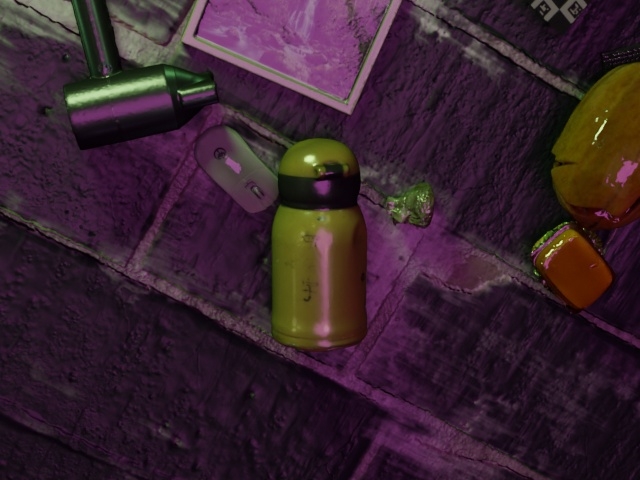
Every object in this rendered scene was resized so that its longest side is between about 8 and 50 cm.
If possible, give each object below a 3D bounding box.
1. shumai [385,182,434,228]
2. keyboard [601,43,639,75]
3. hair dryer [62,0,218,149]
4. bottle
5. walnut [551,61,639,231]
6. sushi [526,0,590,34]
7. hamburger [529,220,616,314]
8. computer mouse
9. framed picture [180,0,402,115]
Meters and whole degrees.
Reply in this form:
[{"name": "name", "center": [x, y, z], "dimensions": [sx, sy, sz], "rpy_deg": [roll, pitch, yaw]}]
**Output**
[{"name": "shumai", "center": [0.157, -0.064, 1.803], "dimensions": [0.080, 0.082, 0.083], "rpy_deg": [6, 80, -10]}, {"name": "keyboard", "center": [0.605, -0.330, 1.830], "dimensions": [0.202, 0.011, 0.067], "rpy_deg": [-13, 108, -5]}, {"name": "hair dryer", "center": [-0.309, -0.318, 1.649], "dimensions": [0.244, 0.116, 0.303], "rpy_deg": [-15, 100, -7]}, {"name": "bottle", "center": [0.000, 0.000, 1.746], "dimensions": [0.171, 0.171, 0.351], "rpy_deg": [-1, 103, -9]}, {"name": "walnut", "center": [0.526, -0.178, 1.767], "dimensions": [0.209, 0.209, 0.336], "rpy_deg": [28, 90, -15]}, {"name": "sushi", "center": [0.406, -0.494, 1.733], "dimensions": [0.192, 0.050, 0.215], "rpy_deg": [39, 91, -20]}, {"name": "hamburger", "center": [0.464, 0.044, 1.871], "dimensions": [0.137, 0.087, 0.166], "rpy_deg": [-39, 109, 2]}, {"name": "computer mouse", "center": [-0.139, -0.115, 1.750], "dimensions": [0.089, 0.056, 0.182], "rpy_deg": [-42, 108, 8]}, {"name": "framed picture", "center": [-0.044, -0.379, 1.710], "dimensions": [0.324, 0.020, 0.241], "rpy_deg": [23, 100, -14]}]
